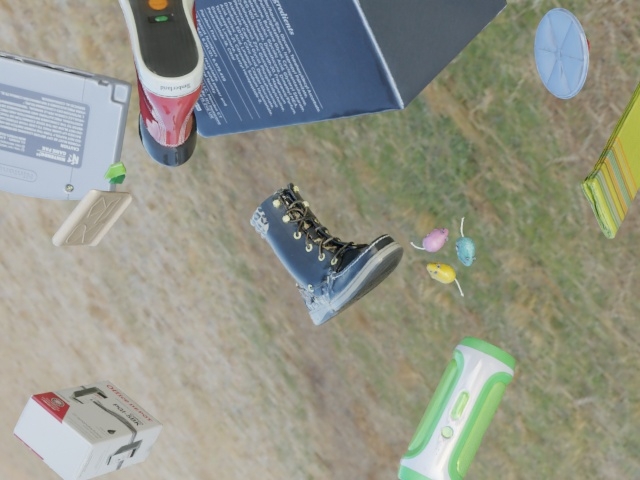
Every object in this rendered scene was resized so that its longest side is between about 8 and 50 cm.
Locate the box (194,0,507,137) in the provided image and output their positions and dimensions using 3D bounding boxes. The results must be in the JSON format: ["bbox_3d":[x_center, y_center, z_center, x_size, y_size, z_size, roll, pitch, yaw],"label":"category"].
[{"bbox_3d":[0.000,-0.320,1.351,0.396,0.293,0.211,-1,125,45],"label":"box"}]

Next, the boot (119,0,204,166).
[{"bbox_3d":[-0.173,-0.208,1.047,0.176,0.089,0.244,105,158,-59],"label":"boot"}]

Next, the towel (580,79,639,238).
[{"bbox_3d":[0.408,-0.119,1.284,0.021,0.237,0.102,6,140,41],"label":"towel"}]

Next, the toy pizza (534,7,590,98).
[{"bbox_3d":[0.544,-0.418,2.174,0.201,0.032,0.201,168,90,-72],"label":"toy pizza"}]

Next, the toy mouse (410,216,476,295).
[{"bbox_3d":[0.268,0.016,1.995,0.161,0.143,0.031,31,175,-14],"label":"toy mouse"}]

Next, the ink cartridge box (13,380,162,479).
[{"bbox_3d":[-0.262,0.214,1.110,0.099,0.056,0.135,33,-167,22],"label":"ink cartridge box"}]

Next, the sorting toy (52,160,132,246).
[{"bbox_3d":[-0.176,-0.029,0.782,0.012,0.083,0.062,42,-170,14],"label":"sorting toy"}]

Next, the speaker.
[{"bbox_3d":[0.257,0.335,1.833,0.131,0.296,0.131,27,169,6],"label":"speaker"}]

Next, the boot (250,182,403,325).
[{"bbox_3d":[-0.002,0.001,1.244,0.178,0.085,0.236,55,152,6],"label":"boot"}]

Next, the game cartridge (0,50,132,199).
[{"bbox_3d":[-0.434,-0.167,1.421,0.297,0.062,0.198,14,113,0],"label":"game cartridge"}]
